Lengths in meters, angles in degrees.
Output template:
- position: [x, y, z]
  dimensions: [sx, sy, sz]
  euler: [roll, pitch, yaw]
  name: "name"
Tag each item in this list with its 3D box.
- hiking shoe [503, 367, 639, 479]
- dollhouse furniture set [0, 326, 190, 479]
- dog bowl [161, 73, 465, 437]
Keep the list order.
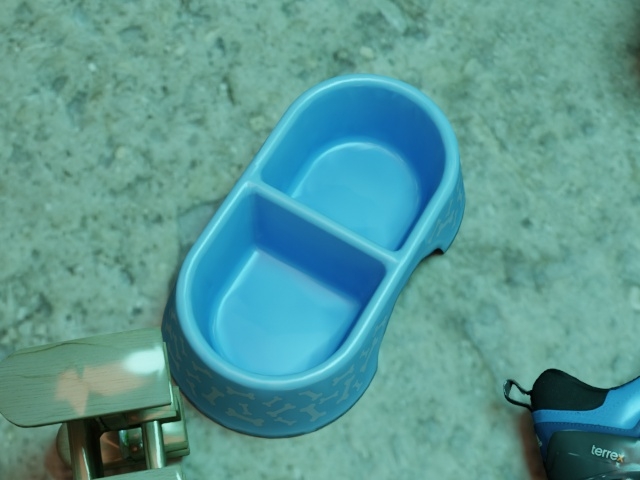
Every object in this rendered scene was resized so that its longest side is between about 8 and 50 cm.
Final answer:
- position: [0.292, 0.109, 0.761]
  dimensions: [0.304, 0.113, 0.132]
  euler: [-15, 68, -9]
  name: "hiking shoe"
- position: [-0.151, 0.193, 0.646]
  dimensions: [0.161, 0.212, 0.242]
  euler: [-9, 73, -7]
  name: "dollhouse furniture set"
- position: [0.000, 0.000, 0.817]
  dimensions: [0.166, 0.074, 0.297]
  euler: [29, 68, 10]
  name: "dog bowl"
